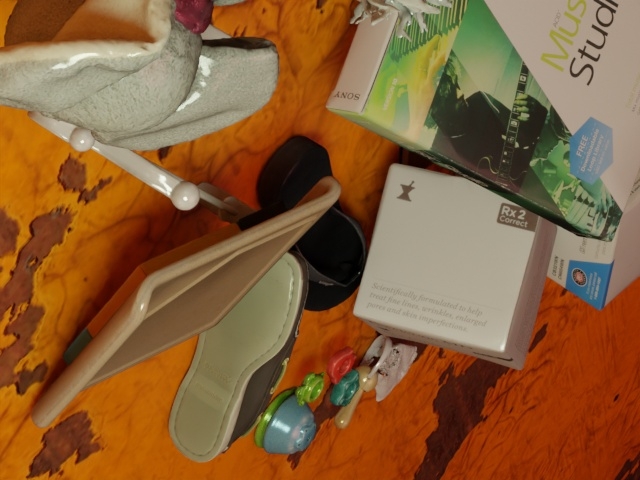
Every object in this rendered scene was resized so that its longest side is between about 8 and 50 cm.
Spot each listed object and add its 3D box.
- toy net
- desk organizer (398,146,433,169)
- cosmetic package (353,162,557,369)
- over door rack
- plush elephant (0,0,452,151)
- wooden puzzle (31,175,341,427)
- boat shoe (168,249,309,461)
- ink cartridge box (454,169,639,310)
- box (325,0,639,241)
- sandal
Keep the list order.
[{"bbox_3d":[0.023,0.138,2.022,0.232,0.045,0.122,-30,141,-48],"label":"toy net"},{"bbox_3d":[0.136,-0.111,1.930,0.130,0.050,0.047,-41,150,-33],"label":"desk organizer"},{"bbox_3d":[0.133,0.028,1.889,0.184,0.151,0.151,36,68,-75],"label":"cosmetic package"},{"bbox_3d":[-0.057,-0.137,1.480,0.239,0.108,0.324,-58,155,2],"label":"over door rack"},{"bbox_3d":[-0.110,-0.179,1.180,0.255,0.330,0.272,-39,162,2],"label":"plush elephant"},{"bbox_3d":[-0.112,0.042,1.572,0.239,0.044,0.221,-32,171,-42],"label":"wooden puzzle"},{"bbox_3d":[-0.065,0.095,1.769,0.069,0.081,0.227,-21,143,-57],"label":"boat shoe"},{"bbox_3d":[0.238,-0.047,2.012,0.086,0.203,0.148,-39,149,-32],"label":"ink cartridge box"},{"bbox_3d":[0.173,-0.159,1.714,0.322,0.058,0.232,23,84,-35],"label":"box"},{"bbox_3d":[-0.001,0.000,1.801,0.097,0.054,0.254,-52,155,-13],"label":"sandal"}]
